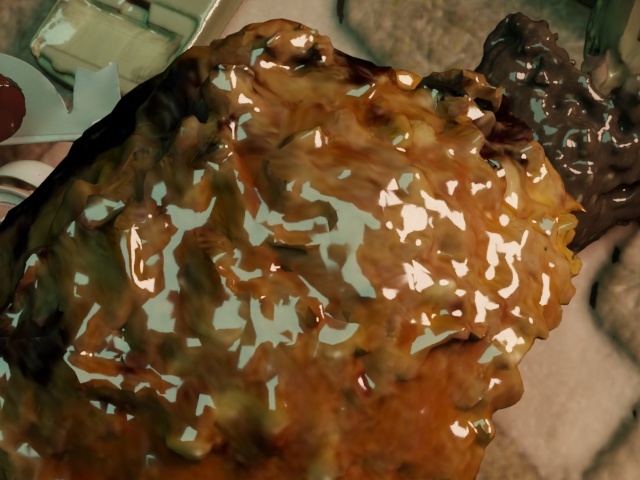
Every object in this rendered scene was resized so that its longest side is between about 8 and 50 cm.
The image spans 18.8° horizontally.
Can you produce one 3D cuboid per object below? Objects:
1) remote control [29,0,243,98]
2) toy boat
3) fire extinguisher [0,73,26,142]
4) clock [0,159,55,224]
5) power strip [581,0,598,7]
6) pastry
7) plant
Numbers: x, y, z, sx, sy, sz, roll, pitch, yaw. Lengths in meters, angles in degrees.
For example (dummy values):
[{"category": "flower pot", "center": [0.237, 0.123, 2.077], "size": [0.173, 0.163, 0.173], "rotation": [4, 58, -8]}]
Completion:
[{"category": "remote control", "center": [-0.093, -0.219, 1.403], "size": [0.123, 0.038, 0.285], "rotation": [22, 73, 21]}, {"category": "toy boat", "center": [-0.275, -0.090, 1.323], "size": [0.291, 0.067, 0.220], "rotation": [-7, 43, 16]}, {"category": "fire extinguisher", "center": [-0.254, -0.119, 1.300], "size": [0.157, 0.078, 0.045], "rotation": [34, 119, 35]}, {"category": "clock", "center": [-0.225, 0.033, 1.280], "size": [0.166, 0.092, 0.162], "rotation": [-24, 54, -7]}, {"category": "power strip", "center": [0.163, -0.208, 1.324], "size": [0.286, 0.080, 0.048], "rotation": [33, 76, 23]}, {"category": "pastry", "center": [-0.052, 0.078, 1.088], "size": [0.337, 0.292, 0.405], "rotation": [16, 95, 1]}, {"category": "plant", "center": [0.161, -0.073, 1.235], "size": [0.131, 0.142, 0.203], "rotation": [38, 85, 33]}]
